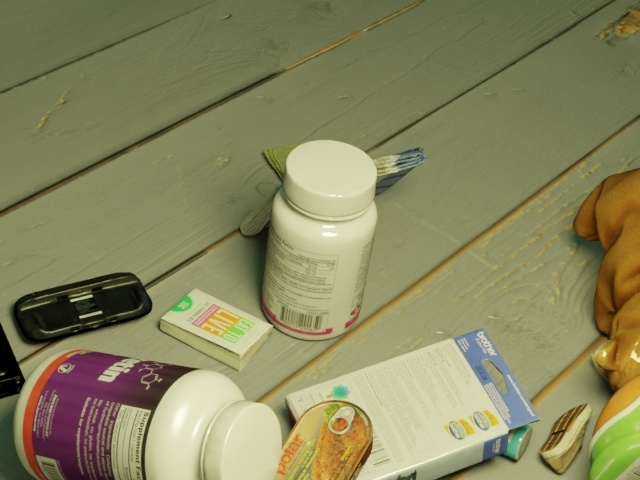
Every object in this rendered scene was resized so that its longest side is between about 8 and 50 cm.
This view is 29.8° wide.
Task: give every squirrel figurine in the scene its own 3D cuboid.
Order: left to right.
[{"bbox_3d":[0.525,0.053,1.783,0.281,0.397,0.370,24,55,3],"label":"squirrel figurine"}]

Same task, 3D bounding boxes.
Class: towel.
[{"bbox_3d":[-0.027,-0.127,2.156,0.110,0.027,0.148,-12,44,-24],"label":"towel"},{"bbox_3d":[0.019,-0.078,1.994,0.285,0.209,0.034,-17,79,-29],"label":"towel"}]

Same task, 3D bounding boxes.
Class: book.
[{"bbox_3d":[-0.158,0.132,1.832,0.144,0.035,0.096,23,39,18],"label":"book"}]

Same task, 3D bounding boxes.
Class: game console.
[{"bbox_3d":[-0.423,0.127,1.779,0.361,0.044,0.213,-14,47,-24],"label":"game console"}]

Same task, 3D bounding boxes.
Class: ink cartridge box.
[{"bbox_3d":[0.128,0.248,1.684,0.311,0.065,0.186,-19,47,-11],"label":"ink cartridge box"}]

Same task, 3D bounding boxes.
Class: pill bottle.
[{"bbox_3d":[-0.215,0.241,1.505,0.323,0.182,0.181,5,35,32],"label":"pill bottle"},{"bbox_3d":[0.000,0.000,1.816,0.160,0.283,0.160,5,41,-5],"label":"pill bottle"}]

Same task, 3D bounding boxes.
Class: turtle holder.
[{"bbox_3d":[0.519,0.288,1.602,0.320,0.243,0.227,2,40,11],"label":"turtle holder"}]

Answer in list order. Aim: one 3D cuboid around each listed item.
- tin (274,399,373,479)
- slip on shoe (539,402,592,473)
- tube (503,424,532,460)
[{"bbox_3d":[-0.002,0.293,1.588,0.106,0.040,0.190,21,52,20],"label":"tin"},{"bbox_3d":[0.362,0.285,1.742,0.041,0.051,0.135,57,39,-6],"label":"slip on shoe"},{"bbox_3d":[0.204,0.251,1.748,0.207,0.052,0.080,24,38,24],"label":"tube"}]
